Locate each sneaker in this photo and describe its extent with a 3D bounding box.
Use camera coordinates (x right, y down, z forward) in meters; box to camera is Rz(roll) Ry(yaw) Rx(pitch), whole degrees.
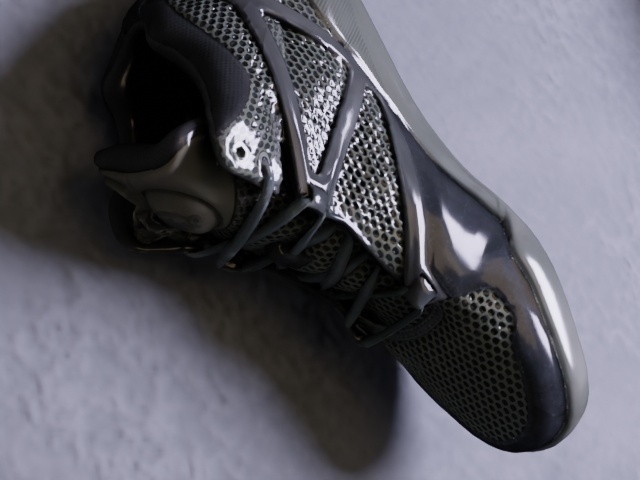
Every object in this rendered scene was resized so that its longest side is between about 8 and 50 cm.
[{"bbox_3d":[0.000,0.000,0.609,0.130,0.087,0.228,-37,94,-42],"label":"sneaker"}]
